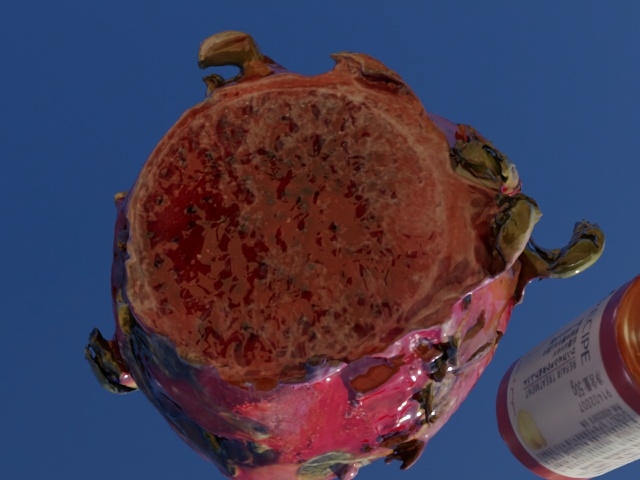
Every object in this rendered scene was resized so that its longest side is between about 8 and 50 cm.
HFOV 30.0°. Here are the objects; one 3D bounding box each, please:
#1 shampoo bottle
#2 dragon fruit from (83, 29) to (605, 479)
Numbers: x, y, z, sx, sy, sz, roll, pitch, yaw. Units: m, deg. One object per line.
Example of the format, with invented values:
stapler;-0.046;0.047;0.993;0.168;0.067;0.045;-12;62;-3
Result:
shampoo bottle;0.212;0.082;0.773;0.104;0.278;0.104;6;-113;-14
dragon fruit;0.000;0.000;0.601;0.282;0.147;0.211;-16;-127;6
